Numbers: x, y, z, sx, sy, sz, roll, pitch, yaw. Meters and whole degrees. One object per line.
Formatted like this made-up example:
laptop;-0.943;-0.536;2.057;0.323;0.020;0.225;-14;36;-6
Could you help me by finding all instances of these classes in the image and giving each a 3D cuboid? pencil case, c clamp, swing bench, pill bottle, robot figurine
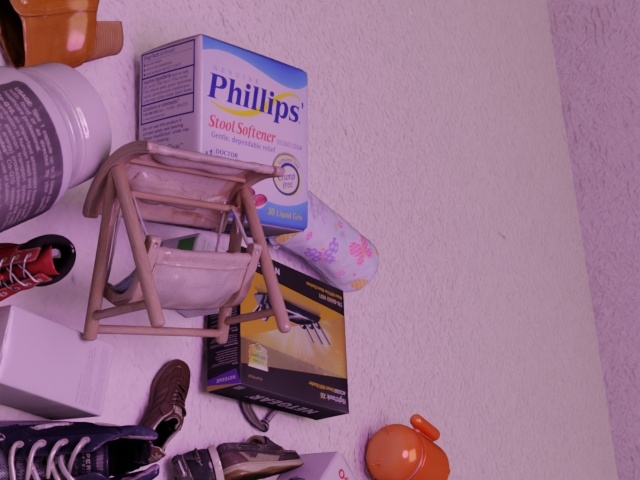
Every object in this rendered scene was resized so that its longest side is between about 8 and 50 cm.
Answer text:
pencil case;0.000;0.000;1.902;0.273;0.113;0.124;36;62;-44
c clamp;-0.084;0.285;1.786;0.160;0.022;0.137;-40;113;-52
swing bench;-0.186;0.009;1.393;0.253;0.165;0.255;8;74;-47
pill bottle;-0.441;-0.100;1.232;0.361;0.204;0.204;-34;109;-52
robot figurine;0.177;0.448;2.018;0.219;0.158;0.128;39;19;-43

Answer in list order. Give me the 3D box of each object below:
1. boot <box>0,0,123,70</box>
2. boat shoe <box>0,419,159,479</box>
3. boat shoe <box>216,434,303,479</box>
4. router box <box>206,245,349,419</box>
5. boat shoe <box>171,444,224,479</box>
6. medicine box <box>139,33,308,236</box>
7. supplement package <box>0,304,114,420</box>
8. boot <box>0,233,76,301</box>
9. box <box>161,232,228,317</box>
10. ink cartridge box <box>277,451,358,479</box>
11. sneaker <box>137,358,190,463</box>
boot;-0.398;-0.400;1.459;0.211;0.104;0.295;-20;101;-55
boat shoe;-0.362;0.284;1.279;0.340;0.158;0.127;1;81;-55
boat shoe;-0.102;0.365;1.687;0.223;0.080;0.073;12;57;-61
router box;-0.071;0.172;1.765;0.309;0.081;0.243;25;55;-49
boat shoe;-0.185;0.443;1.575;0.079;0.084;0.233;-11;98;-19
medicine box;-0.158;-0.164;1.667;0.263;0.149;0.289;9;79;-50
supplement package;-0.383;0.167;1.328;0.179;0.105;0.105;33;56;-47
boot;-0.427;0.054;1.235;0.244;0.176;0.088;-35;111;-51
box;-0.206;0.058;1.619;0.102;0.087;0.101;40;51;-41
ink cartridge box;-0.023;0.530;1.726;0.273;0.114;0.197;-50;120;-47
sneaker;-0.232;0.266;1.541;0.066;0.071;0.188;51;44;-34
